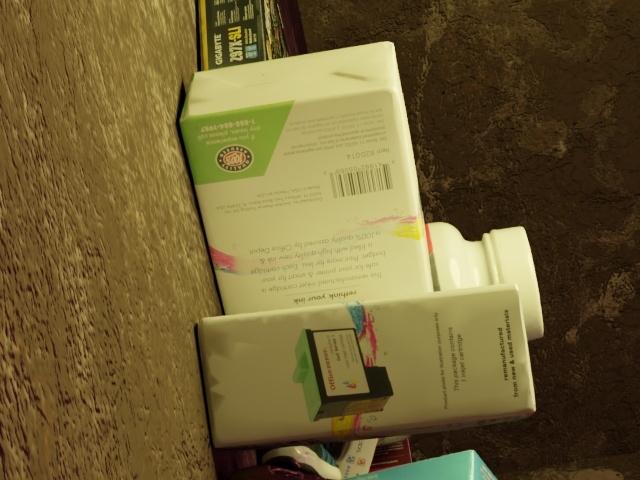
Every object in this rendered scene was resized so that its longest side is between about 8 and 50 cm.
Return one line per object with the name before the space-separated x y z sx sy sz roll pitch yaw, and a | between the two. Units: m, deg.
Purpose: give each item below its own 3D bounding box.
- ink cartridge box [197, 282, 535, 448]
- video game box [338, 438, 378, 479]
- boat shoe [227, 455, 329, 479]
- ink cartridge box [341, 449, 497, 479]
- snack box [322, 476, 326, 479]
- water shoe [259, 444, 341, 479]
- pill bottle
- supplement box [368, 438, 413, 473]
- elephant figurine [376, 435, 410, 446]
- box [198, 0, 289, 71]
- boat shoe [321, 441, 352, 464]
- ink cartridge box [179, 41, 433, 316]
ink cartridge box | 0.045 0.119 1.395 0.201 0.278 0.117 58 26 -80
video game box | 0.039 0.287 2.091 0.205 0.048 0.187 -85 -172 -75
boat shoe | -0.019 0.239 1.415 0.095 0.095 0.257 66 8 15
ink cartridge box | 0.122 0.416 1.745 0.198 0.197 0.270 52 32 -38
snack box | -0.003 0.377 1.577 0.207 0.070 0.174 -97 175 -48
water shoe | -0.022 0.225 1.669 0.203 0.073 0.080 70 9 -72
pill bottle | 0.085 0.076 1.761 0.176 0.319 0.176 -11 90 -87
supplement box | 0.084 0.368 2.440 0.073 0.130 0.239 46 36 -83
elephant figurine | 0.052 0.194 2.355 0.239 0.186 0.169 53 -50 33
box | -0.083 -0.205 1.808 0.257 0.079 0.322 74 7 -47
boat shoe | 0.025 0.133 1.905 0.094 0.109 0.302 -134 -136 -65
ink cartridge box | 0.000 0.000 1.530 0.119 0.207 0.353 -90 171 -61
